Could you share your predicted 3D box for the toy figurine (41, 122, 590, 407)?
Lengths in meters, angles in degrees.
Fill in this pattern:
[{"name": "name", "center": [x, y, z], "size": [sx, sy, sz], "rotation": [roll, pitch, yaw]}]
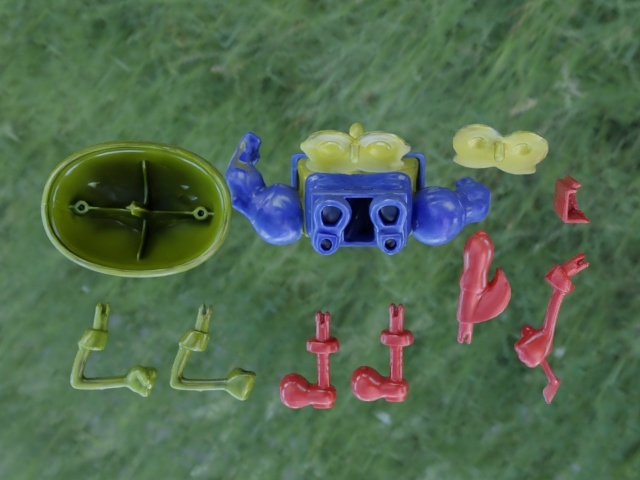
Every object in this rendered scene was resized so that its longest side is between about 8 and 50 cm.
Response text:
[{"name": "toy figurine", "center": [0.000, 0.000, 0.880], "size": [0.363, 0.191, 0.217], "rotation": [-2, -168, 3]}]
